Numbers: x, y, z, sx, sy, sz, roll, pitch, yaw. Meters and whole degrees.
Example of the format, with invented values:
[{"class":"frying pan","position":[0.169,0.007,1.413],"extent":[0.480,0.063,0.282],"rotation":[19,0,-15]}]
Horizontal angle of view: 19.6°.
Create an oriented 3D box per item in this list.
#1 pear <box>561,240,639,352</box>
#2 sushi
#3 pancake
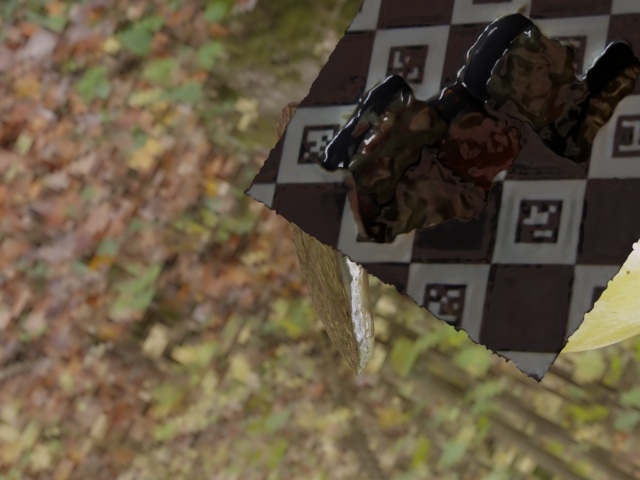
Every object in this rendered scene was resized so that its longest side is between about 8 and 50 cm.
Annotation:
[{"class":"pear","position":[0.223,-0.030,1.503],"extent":[0.285,0.336,0.285],"rotation":[21,90,-78]},{"class":"sushi","position":[0.132,-0.084,1.232],"extent":[0.292,0.294,0.059],"rotation":[-57,144,-1]},{"class":"pancake","position":[0.000,0.000,1.486],"extent":[0.212,0.029,0.235],"rotation":[88,-15,-55]}]
